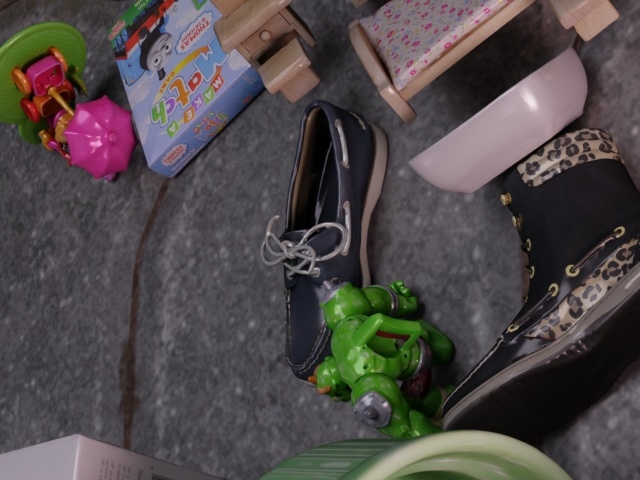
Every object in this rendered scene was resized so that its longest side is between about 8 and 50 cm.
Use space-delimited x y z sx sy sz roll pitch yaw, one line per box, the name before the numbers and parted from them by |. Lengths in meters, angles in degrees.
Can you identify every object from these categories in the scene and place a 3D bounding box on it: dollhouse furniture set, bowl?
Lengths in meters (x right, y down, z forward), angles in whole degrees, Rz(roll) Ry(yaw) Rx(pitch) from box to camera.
dollhouse furniture set | 0.035 -0.222 1.585 0.303 0.174 0.355 -39 30 10
bowl | 0.151 -0.091 1.531 0.142 0.142 0.053 -36 88 29

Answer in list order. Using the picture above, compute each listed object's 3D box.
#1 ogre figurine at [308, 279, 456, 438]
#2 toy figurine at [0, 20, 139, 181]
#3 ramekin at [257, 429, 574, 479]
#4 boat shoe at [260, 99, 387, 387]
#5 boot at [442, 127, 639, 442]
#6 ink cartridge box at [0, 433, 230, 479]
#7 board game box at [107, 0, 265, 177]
ogre figurine | 0.057 0.099 1.530 0.097 0.118 0.197 -24 54 38
toy figurine | -0.255 -0.117 1.983 0.130 0.173 0.159 -33 58 -19
ramekin | 0.053 0.278 1.319 0.148 0.303 0.303 -1 71 55
boat shoe | 0.000 0.000 1.670 0.095 0.079 0.254 -3 69 46
boot | 0.172 0.037 1.466 0.236 0.085 0.178 -40 44 18
ink cartridge box | -0.158 0.297 1.547 0.197 0.270 0.198 -19 58 42
board game box | -0.136 -0.191 1.941 0.160 0.039 0.211 -43 46 24
